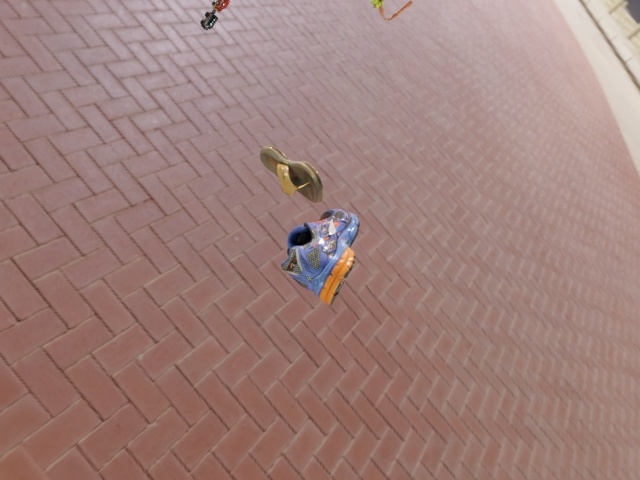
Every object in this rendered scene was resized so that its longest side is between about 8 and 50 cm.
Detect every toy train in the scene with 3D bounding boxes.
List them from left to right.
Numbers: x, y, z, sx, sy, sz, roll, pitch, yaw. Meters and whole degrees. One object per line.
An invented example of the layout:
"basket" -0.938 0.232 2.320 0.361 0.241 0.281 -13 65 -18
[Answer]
"toy train" -0.241 -0.585 1.231 0.036 0.158 0.027 46 15 32

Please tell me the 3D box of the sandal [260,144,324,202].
"sandal" -0.058 -0.110 0.871 0.049 0.072 0.180 -34 49 -24

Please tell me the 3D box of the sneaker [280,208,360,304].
"sneaker" 0.000 0.000 0.695 0.087 0.083 0.221 27 19 -6

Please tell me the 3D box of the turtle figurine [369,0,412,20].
"turtle figurine" 0.146 -0.676 1.172 0.218 0.269 0.087 23 9 -23
